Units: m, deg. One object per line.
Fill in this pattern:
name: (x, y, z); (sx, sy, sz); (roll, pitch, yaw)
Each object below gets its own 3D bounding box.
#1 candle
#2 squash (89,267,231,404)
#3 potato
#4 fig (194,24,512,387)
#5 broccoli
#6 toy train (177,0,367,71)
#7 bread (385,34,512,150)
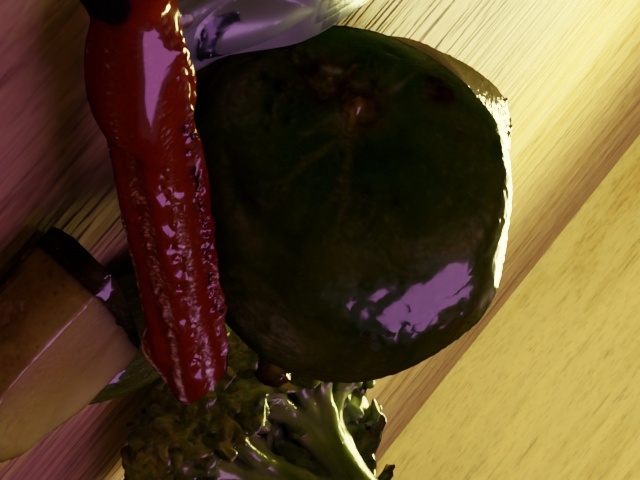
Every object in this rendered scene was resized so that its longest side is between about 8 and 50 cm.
candle: (-0.076, -0.028, 0.648); (0.051, 0.048, 0.329); (-27, 142, -20)
squash: (-0.090, 0.039, 0.884); (0.239, 0.069, 0.069); (-32, 156, -51)
potato: (-0.153, 0.055, 0.721); (0.103, 0.066, 0.096); (-44, 156, -20)
fig: (0.000, 0.000, 0.833); (0.203, 0.203, 0.235); (-44, 173, -31)
broccoli: (-0.040, 0.162, 1.065); (0.242, 0.273, 0.180); (-50, 133, -17)
toy train: (-0.019, -0.131, 0.717); (0.234, 0.051, 0.052); (-41, 159, -41)
bread: (0.053, -0.062, 0.961); (0.148, 0.134, 0.141); (-45, 169, 14)
